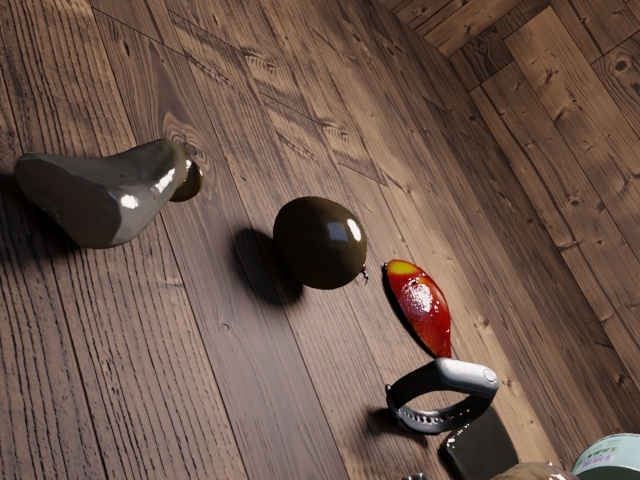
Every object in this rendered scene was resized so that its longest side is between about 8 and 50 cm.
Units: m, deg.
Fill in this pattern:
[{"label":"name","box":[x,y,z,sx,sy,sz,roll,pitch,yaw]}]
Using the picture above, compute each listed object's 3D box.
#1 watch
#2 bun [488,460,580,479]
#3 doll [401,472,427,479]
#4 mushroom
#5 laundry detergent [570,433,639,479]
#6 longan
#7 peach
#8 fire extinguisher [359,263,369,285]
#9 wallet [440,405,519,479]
[{"label":"watch","box":[0.212,0.288,1.589,0.206,0.193,0.068,12,45,-31]},{"label":"bun","box":[0.399,0.518,1.561,0.282,0.205,0.281,33,27,-20]},{"label":"doll","box":[0.176,0.509,1.317,0.146,0.103,0.316,13,52,-35]},{"label":"mushroom","box":[-0.277,-0.085,1.236,0.159,0.122,0.329,62,22,-6]},{"label":"laundry detergent","box":[0.678,0.589,1.930,0.287,0.287,0.305,59,24,10]},{"label":"longan","box":[0.000,0.000,1.599,0.185,0.159,0.204,46,17,-1]},{"label":"peach","box":[0.239,0.154,1.964,0.279,0.068,0.189,58,25,6]},{"label":"fire extinguisher","box":[0.068,0.046,1.825,0.100,0.032,0.046,54,12,14]},{"label":"wallet","box":[0.323,0.436,1.769,0.245,0.052,0.168,-22,82,-59]}]
